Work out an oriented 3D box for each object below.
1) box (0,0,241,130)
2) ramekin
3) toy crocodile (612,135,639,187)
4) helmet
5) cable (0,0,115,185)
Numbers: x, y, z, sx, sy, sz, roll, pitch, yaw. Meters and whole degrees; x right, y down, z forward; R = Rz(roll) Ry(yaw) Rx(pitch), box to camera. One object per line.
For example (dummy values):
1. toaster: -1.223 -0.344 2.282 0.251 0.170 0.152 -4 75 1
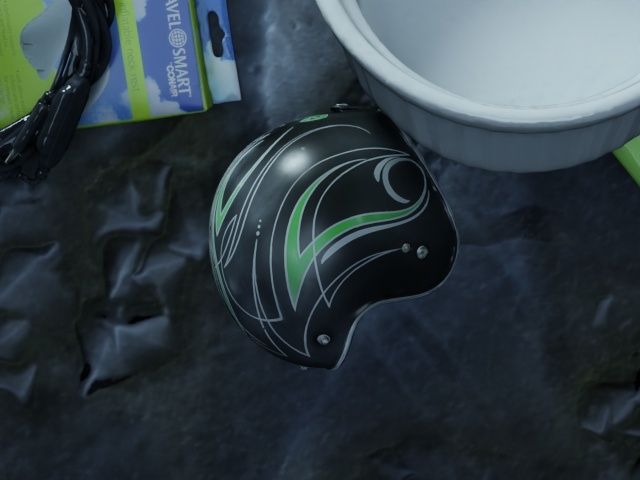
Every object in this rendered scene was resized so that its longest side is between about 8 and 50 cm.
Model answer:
1. box: -0.155 -0.139 1.003 0.178 0.042 0.109 -7 102 4
2. ramekin: 0.132 -0.178 0.890 0.277 0.135 0.277 -2 72 6
3. toy crocodile: 0.344 -0.157 0.949 0.340 0.105 0.115 -34 98 9
4. helmet: 0.000 0.000 0.967 0.161 0.169 0.169 -28 100 -9
5. cable: -0.227 -0.139 0.967 0.150 0.047 0.184 25 106 4
